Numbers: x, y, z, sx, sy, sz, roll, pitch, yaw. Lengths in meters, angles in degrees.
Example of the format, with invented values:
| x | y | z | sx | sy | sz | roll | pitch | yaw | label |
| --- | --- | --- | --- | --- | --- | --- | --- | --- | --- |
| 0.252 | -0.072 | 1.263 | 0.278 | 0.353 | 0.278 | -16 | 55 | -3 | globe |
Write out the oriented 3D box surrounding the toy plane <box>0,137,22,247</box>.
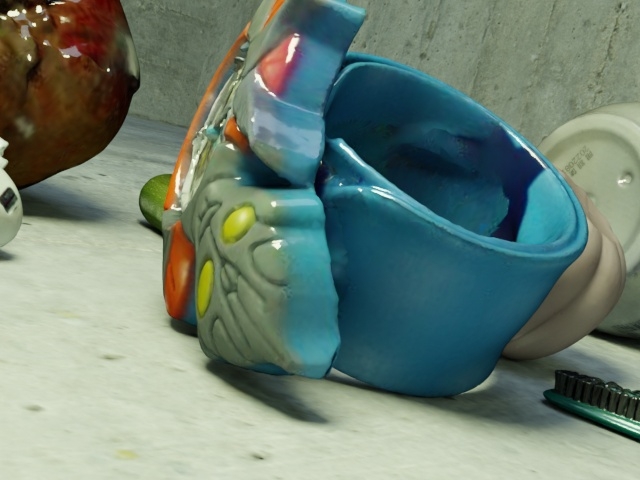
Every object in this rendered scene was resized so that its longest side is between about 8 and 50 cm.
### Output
| x | y | z | sx | sy | sz | roll | pitch | yaw | label |
| --- | --- | --- | --- | --- | --- | --- | --- | --- | --- |
| -0.296 | -0.054 | 0.737 | 0.174 | 0.080 | 0.174 | 33 | 32 | -24 | toy plane |

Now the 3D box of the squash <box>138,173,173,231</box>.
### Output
| x | y | z | sx | sy | sz | roll | pitch | yaw | label |
| --- | --- | --- | --- | --- | --- | --- | --- | --- | --- |
| -0.133 | -0.025 | 1.042 | 0.066 | 0.066 | 0.229 | 11 | 8 | -27 | squash |

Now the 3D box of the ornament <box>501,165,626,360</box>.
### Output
| x | y | z | sx | sy | sz | roll | pitch | yaw | label |
| --- | --- | --- | --- | --- | --- | --- | --- | --- | --- |
| 0.173 | 0.020 | 0.895 | 0.177 | 0.177 | 0.177 | 14 | 7 | -2 | ornament |

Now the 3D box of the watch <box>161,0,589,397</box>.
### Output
| x | y | z | sx | sy | sz | roll | pitch | yaw | label |
| --- | --- | --- | --- | --- | --- | --- | --- | --- | --- |
| 0.047 | -0.008 | 0.681 | 0.274 | 0.241 | 0.305 | 19 | 34 | -21 | watch |

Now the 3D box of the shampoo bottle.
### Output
| x | y | z | sx | sy | sz | roll | pitch | yaw | label |
| --- | --- | --- | --- | --- | --- | --- | --- | --- | --- |
| 0.386 | -0.017 | 1.202 | 0.266 | 0.273 | 0.273 | 17 | 4 | -39 | shampoo bottle |

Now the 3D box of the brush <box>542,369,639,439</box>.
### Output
| x | y | z | sx | sy | sz | roll | pitch | yaw | label |
| --- | --- | --- | --- | --- | --- | --- | --- | --- | --- |
| 0.246 | 0.130 | 0.704 | 0.193 | 0.032 | 0.043 | 18 | 7 | 35 | brush |

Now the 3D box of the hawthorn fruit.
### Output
| x | y | z | sx | sy | sz | roll | pitch | yaw | label |
| --- | --- | --- | --- | --- | --- | --- | --- | --- | --- |
| -0.344 | -0.176 | 0.991 | 0.308 | 0.325 | 0.308 | 17 | 50 | -21 | hawthorn fruit |
